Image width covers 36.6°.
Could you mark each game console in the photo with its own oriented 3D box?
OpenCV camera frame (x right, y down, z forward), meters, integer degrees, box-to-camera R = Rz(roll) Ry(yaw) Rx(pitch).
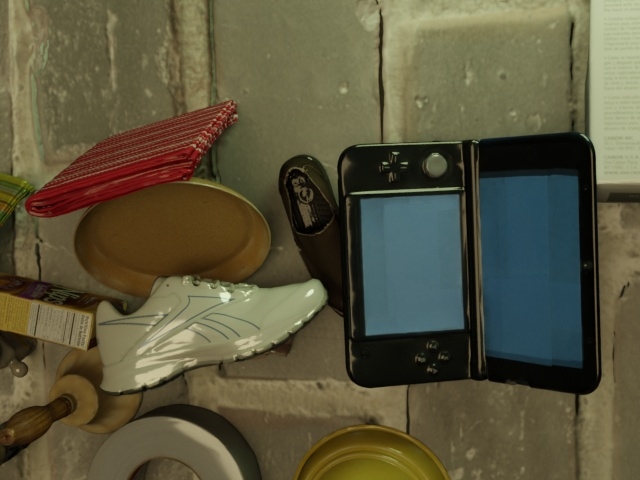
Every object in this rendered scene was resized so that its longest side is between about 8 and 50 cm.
[{"bbox_3d":[0.162,0.029,1.101,0.250,0.173,0.293,-3,93,-12],"label":"game console"}]

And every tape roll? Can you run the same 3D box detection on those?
[{"bbox_3d":[-0.189,0.326,1.254,0.219,0.072,0.219,1,93,11],"label":"tape roll"}]

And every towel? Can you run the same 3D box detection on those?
[{"bbox_3d":[-0.462,0.014,1.241,0.102,0.021,0.237,14,66,50],"label":"towel"},{"bbox_3d":[-0.209,-0.099,1.131,0.199,0.275,0.031,-14,108,11],"label":"towel"}]

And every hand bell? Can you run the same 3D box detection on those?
[{"bbox_3d":[-0.323,0.205,1.185,0.126,0.242,0.126,1,94,12],"label":"hand bell"}]

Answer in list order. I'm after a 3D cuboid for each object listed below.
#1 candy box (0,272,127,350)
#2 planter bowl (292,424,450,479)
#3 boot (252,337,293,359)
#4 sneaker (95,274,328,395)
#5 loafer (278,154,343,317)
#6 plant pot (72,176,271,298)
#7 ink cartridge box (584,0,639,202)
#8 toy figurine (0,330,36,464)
[{"bbox_3d":[-0.359,0.089,1.253,0.187,0.109,0.053,13,98,10],"label":"candy box"},{"bbox_3d":[0.058,0.345,1.196,0.217,0.090,0.217,1,94,11],"label":"planter bowl"},{"bbox_3d":[-0.092,0.108,1.234,0.119,0.042,0.086,1,94,10],"label":"boot"},{"bbox_3d":[-0.138,0.092,1.163,0.297,0.111,0.129,-17,87,1],"label":"sneaker"},{"bbox_3d":[0.000,0.000,1.188,0.080,0.078,0.220,-28,88,12],"label":"loafer"},{"bbox_3d":[-0.179,-0.005,1.175,0.236,0.236,0.032,-18,53,12],"label":"plant pot"},{"bbox_3d":[0.460,-0.233,1.096,0.308,0.091,0.384,1,77,12],"label":"ink cartridge box"},{"bbox_3d":[-0.484,0.203,1.266,0.210,0.148,0.213,2,94,12],"label":"toy figurine"}]
